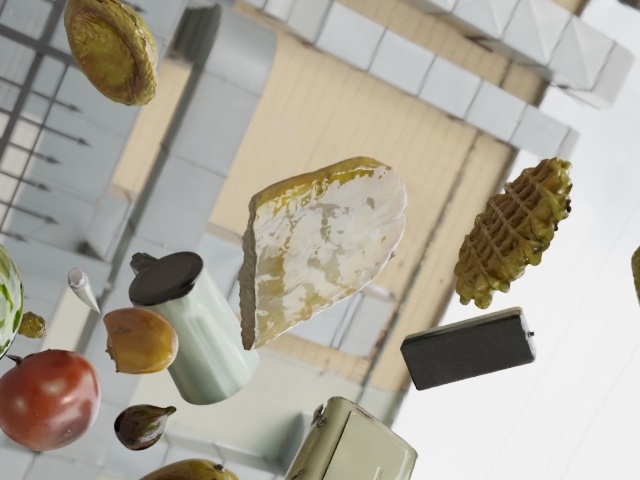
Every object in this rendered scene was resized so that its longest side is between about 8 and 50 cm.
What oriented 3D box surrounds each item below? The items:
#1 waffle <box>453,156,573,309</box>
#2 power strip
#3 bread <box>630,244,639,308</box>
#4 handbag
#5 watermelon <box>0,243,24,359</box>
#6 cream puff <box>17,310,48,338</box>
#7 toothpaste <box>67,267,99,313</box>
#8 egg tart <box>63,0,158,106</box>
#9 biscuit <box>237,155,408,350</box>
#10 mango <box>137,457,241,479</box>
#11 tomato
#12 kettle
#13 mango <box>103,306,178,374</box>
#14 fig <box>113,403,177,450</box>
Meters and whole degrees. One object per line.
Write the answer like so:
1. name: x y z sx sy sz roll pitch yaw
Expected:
1. waffle: 0.349 -0.016 1.575 0.329 0.062 0.329 -52 -168 16
2. power strip: 0.291 0.208 1.647 0.256 0.105 0.070 -17 -167 20
3. bread: 0.626 0.087 1.360 0.148 0.270 0.270 -28 -163 -15
4. handbag: 0.040 0.516 1.770 0.160 0.236 0.358 -45 -175 30
5. watermelon: -0.579 0.135 1.477 0.159 0.128 0.304 25 -82 31
6. cream puff: -0.764 0.226 2.266 0.058 0.083 0.083 -48 178 16
7. toothpaste: -0.632 0.133 2.272 0.314 0.055 0.058 113 -24 -70
8. egg tart: -0.505 -0.494 2.141 0.128 0.319 0.319 -47 -172 -35
9. biscuit: -0.001 -0.001 1.834 0.104 0.446 0.430 46 -27 37
10. mango: -0.387 0.744 2.200 0.445 0.220 0.301 -33 -106 9
11. tomato: -0.658 0.384 2.064 0.224 0.255 0.256 47 -63 30
12. kettle: -0.379 0.219 2.383 0.250 0.377 0.361 -35 -147 -18
13. mango: -0.409 0.228 1.930 0.252 0.153 0.126 17 -57 49
14. fig: -0.416 0.434 2.040 0.154 0.109 0.103 -35 -176 -2
